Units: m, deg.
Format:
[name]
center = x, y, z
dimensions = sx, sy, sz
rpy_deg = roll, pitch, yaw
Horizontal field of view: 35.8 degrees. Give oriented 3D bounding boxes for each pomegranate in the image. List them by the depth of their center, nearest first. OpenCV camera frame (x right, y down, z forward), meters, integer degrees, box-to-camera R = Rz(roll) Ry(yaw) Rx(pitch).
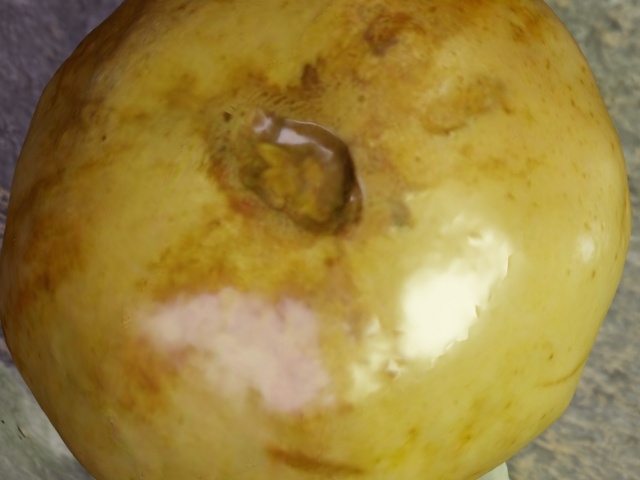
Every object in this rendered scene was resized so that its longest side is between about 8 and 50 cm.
[pomegranate]
center = 0.000, 0.000, 0.557
dimensions = 0.338, 0.338, 0.338
rpy_deg = 7, 112, 17

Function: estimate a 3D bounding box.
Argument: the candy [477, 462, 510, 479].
[candy]
center = -0.014, 0.288, 0.704
dimensions = 0.359, 0.208, 0.145
rpy_deg = -31, 78, 28
